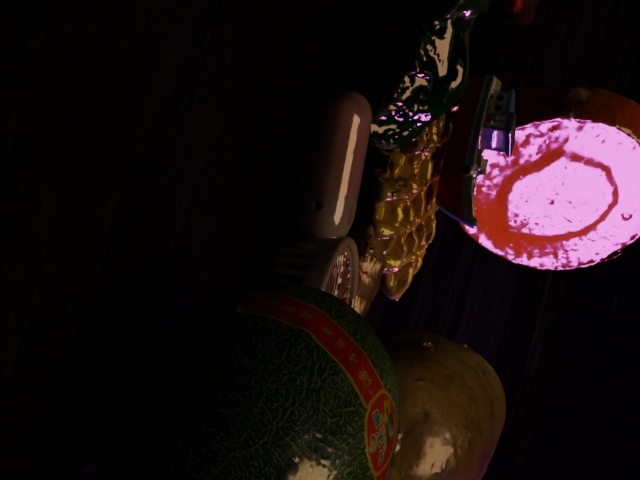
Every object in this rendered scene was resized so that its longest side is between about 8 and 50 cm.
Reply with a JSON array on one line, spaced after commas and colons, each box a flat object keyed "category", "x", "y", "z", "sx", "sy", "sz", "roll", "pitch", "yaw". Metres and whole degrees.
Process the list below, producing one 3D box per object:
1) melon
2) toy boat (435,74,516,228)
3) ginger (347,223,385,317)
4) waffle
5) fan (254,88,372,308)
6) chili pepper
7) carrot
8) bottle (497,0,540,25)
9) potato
[{"category": "melon", "x": -0.046, "y": 0.128, "z": 1.181, "sx": 0.287, "sy": 0.182, "sz": 0.182, "roll": -47, "pitch": 147, "yaw": -61}, {"category": "toy boat", "x": 0.158, "y": -0.088, "z": 1.830, "sx": 0.069, "sy": 0.059, "sz": 0.173, "roll": 84, "pitch": 21, "yaw": -58}, {"category": "ginger", "x": 0.019, "y": 0.060, "z": 1.649, "sx": 0.173, "sy": 0.051, "sz": 0.069, "roll": -66, "pitch": 159, "yaw": -45}, {"category": "waffle", "x": 0.092, "y": -0.084, "z": 1.799, "sx": 0.250, "sy": 0.056, "sz": 0.261, "roll": 87, "pitch": 17, "yaw": -51}, {"category": "fan", "x": 0.000, "y": 0.000, "z": 1.467, "sx": 0.130, "sy": 0.074, "sz": 0.244, "roll": -13, "pitch": 115, "yaw": -74}, {"category": "chili pepper", "x": 0.099, "y": -0.202, "z": 1.587, "sx": 0.148, "sy": 0.116, "sz": 0.264, "roll": 10, "pitch": 93, "yaw": -79}, {"category": "carrot", "x": 0.290, "y": -0.078, "z": 2.195, "sx": 0.307, "sy": 0.258, "sz": 0.100, "roll": 89, "pitch": 4, "yaw": -61}, {"category": "bottle", "x": 0.233, "y": -0.316, "z": 2.142, "sx": 0.164, "sy": 0.060, "sz": 0.060, "roll": 83, "pitch": 24, "yaw": -56}, {"category": "potato", "x": 0.068, "y": 0.182, "z": 1.684, "sx": 0.210, "sy": 0.173, "sz": 0.307, "roll": -51, "pitch": 168, "yaw": 6}]
